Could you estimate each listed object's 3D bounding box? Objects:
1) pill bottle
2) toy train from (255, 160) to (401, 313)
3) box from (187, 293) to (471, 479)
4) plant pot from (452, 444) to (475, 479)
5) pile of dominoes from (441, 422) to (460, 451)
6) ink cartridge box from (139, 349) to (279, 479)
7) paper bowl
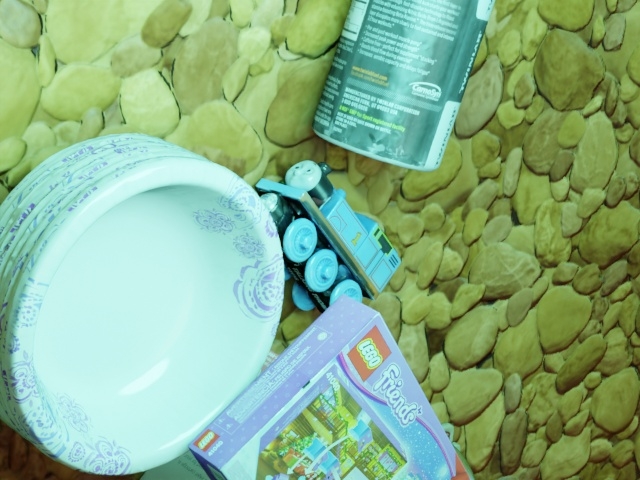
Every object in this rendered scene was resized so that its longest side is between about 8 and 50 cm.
[{"bbox_3d":[0.088,-0.198,1.693,0.130,0.130,0.246,9,103,-44],"label":"pill bottle"},{"bbox_3d":[0.000,0.000,1.746,0.105,0.080,0.184,-55,134,-21],"label":"toy train"},{"bbox_3d":[0.023,0.219,1.650,0.201,0.057,0.293,-43,130,-18],"label":"box"},{"bbox_3d":[0.094,0.329,1.983,0.236,0.032,0.236,-11,108,-36],"label":"plant pot"},{"bbox_3d":[0.115,0.336,2.030,0.196,0.040,0.251,-38,131,-23],"label":"pile of dominoes"},{"bbox_3d":[-0.068,0.226,1.726,0.218,0.158,0.092,-52,135,-11],"label":"ink cartridge box"},{"bbox_3d":[-0.180,0.046,1.548,0.284,0.148,0.284,-19,120,-35],"label":"paper bowl"}]
